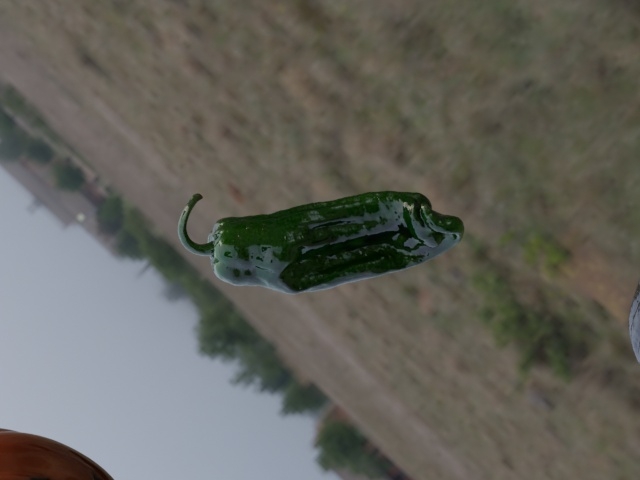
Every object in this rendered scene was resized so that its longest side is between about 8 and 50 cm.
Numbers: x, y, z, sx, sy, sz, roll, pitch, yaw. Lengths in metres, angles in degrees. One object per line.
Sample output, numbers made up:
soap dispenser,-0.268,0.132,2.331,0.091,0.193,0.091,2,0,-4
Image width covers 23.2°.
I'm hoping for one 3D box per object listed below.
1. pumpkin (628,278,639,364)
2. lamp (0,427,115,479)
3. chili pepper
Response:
pumpkin,0.344,0.083,1.265,0.202,0.140,0.202,31,-153,-17
lamp,-0.215,0.210,1.001,0.164,0.187,0.187,32,-178,-35
chili pepper,0.001,0.001,1.422,0.100,0.257,0.074,90,168,-45
